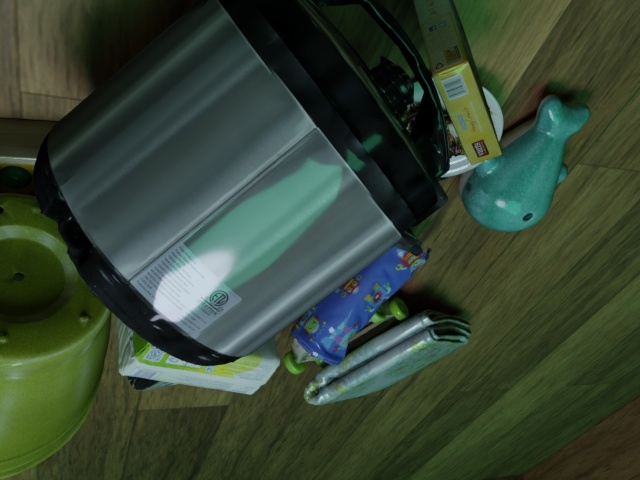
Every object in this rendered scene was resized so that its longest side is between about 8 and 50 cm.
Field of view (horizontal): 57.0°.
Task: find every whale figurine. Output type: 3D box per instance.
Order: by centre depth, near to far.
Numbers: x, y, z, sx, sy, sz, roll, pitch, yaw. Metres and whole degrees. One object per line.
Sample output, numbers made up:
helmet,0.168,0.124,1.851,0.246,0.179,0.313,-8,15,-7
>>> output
whale figurine,0.372,-0.124,1.053,0.216,0.141,0.272,8,135,-27

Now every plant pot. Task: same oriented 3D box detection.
plant pot,-0.456,0.120,0.843,0.366,0.367,0.353,12,144,-31

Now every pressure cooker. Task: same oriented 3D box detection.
pressure cooker,-0.058,-0.099,0.708,0.420,0.376,0.370,-38,157,8

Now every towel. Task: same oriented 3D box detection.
towel,0.175,0.292,1.475,0.374,0.090,0.320,-35,156,20

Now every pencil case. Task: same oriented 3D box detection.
pencil case,0.078,0.103,1.160,0.306,0.119,0.133,-51,140,1

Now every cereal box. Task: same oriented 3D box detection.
cereal box,0.169,-0.241,0.760,0.047,0.240,0.173,-18,144,21

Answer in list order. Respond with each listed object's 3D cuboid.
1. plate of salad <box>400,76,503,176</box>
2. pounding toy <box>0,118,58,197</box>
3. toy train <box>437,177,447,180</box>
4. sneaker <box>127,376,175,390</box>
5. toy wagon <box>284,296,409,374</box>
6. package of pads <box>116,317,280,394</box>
plate of salad,0.198,-0.176,0.970,0.199,0.048,0.200,4,136,4
pounding toy,-0.377,-0.078,0.891,0.206,0.094,0.181,0,139,-19
toy train,0.226,-0.166,1.044,0.036,0.027,0.158,-12,142,-8
sneaker,-0.295,0.261,1.354,0.283,0.110,0.122,-21,159,11
toy wagon,0.080,0.217,1.393,0.267,0.068,0.344,-37,158,26
package of pads,-0.197,0.087,0.920,0.229,0.297,0.101,20,125,-37
